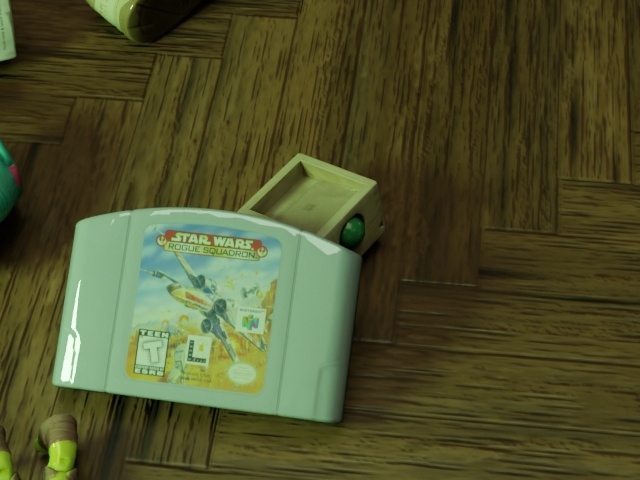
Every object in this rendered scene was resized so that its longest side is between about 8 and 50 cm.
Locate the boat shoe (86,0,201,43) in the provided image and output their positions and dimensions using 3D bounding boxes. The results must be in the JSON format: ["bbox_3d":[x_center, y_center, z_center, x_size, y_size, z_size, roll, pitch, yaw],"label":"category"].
[{"bbox_3d":[-0.155,-0.391,1.767,0.110,0.121,0.341,36,62,27],"label":"boat shoe"}]

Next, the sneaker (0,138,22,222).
[{"bbox_3d":[-0.446,-0.085,1.527,0.295,0.124,0.178,21,47,28],"label":"sneaker"}]

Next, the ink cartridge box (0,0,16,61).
[{"bbox_3d":[-0.539,-0.286,1.658,0.283,0.117,0.207,-17,43,-22],"label":"ink cartridge box"}]

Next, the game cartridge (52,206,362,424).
[{"bbox_3d":[-0.113,0.068,1.370,0.297,0.062,0.198,6,88,8],"label":"game cartridge"}]

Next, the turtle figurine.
[{"bbox_3d":[-0.267,0.267,1.248,0.269,0.087,0.217,-17,52,-11],"label":"turtle figurine"}]

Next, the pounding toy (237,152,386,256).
[{"bbox_3d":[0.000,0.000,1.466,0.141,0.100,0.130,23,54,33],"label":"pounding toy"}]
